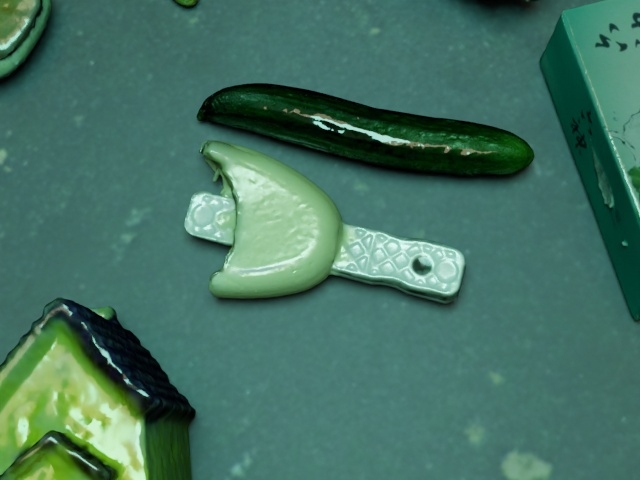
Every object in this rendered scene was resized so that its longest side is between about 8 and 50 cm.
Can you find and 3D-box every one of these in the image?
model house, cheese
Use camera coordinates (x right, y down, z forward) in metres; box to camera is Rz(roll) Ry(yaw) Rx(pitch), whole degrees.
[{"bbox_3d":[-0.177,0.141,0.620,0.170,0.194,0.212,-4,76,3],"label":"model house"},{"bbox_3d":[0.000,0.000,0.728,0.234,0.050,0.127,13,73,3],"label":"cheese"}]

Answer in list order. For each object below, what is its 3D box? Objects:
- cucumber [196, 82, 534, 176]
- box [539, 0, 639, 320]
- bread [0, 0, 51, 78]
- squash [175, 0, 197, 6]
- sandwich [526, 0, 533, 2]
[{"bbox_3d":[0.035,-0.090,0.750,0.284,0.056,0.056,10,75,5],"label":"cucumber"},{"bbox_3d":[0.288,-0.076,0.720,0.153,0.092,0.245,-16,75,-3],"label":"box"},{"bbox_3d":[-0.348,-0.191,0.781,0.232,0.064,0.173,-25,75,-7],"label":"bread"},{"bbox_3d":[-0.136,-0.242,0.809,0.027,0.027,0.083,-31,77,-7],"label":"squash"},{"bbox_3d":[0.088,-0.318,0.767,0.162,0.250,0.301,-40,85,35],"label":"sandwich"}]
